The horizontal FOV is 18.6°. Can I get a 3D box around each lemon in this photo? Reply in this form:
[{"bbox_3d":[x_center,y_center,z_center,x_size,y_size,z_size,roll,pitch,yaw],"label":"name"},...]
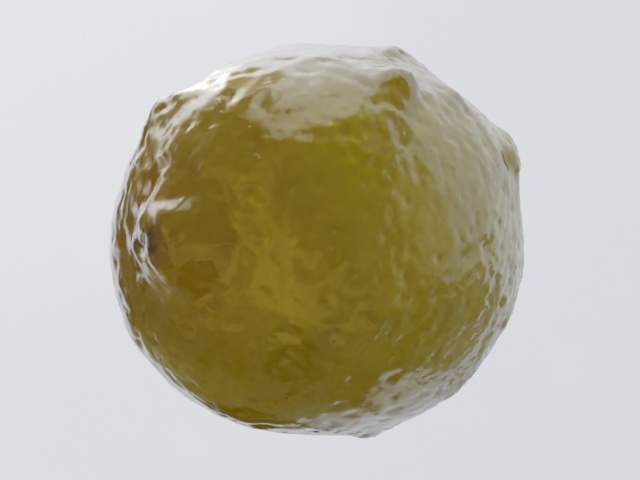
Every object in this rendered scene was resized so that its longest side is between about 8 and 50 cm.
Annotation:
[{"bbox_3d":[0.000,0.000,1.122,0.233,0.288,0.233,-2,-93,34],"label":"lemon"}]
